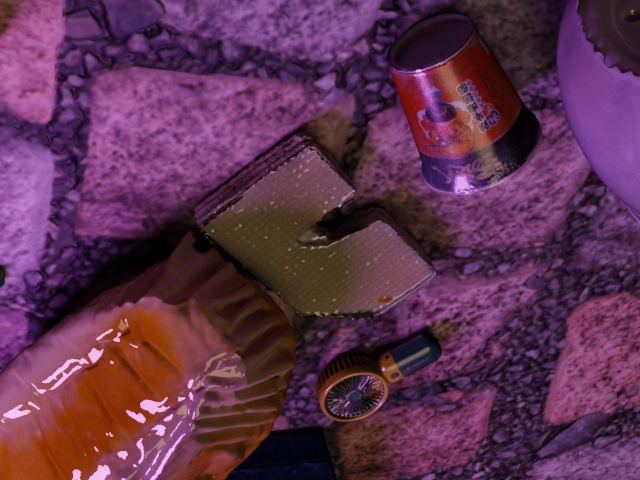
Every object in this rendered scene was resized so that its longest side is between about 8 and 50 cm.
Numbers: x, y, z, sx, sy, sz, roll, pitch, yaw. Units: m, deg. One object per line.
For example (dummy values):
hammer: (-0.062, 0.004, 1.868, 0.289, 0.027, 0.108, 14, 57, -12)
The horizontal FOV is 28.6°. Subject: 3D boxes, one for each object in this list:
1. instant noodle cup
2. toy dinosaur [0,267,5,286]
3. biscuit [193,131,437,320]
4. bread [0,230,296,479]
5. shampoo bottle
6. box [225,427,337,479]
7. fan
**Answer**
instant noodle cup: (0.127, -0.132, 1.166, 0.127, 0.127, 0.136, -26, 125, 6)
toy dinosaur: (-0.362, 0.068, 1.249, 0.060, 0.029, 0.120, 16, 125, -42)
biscuit: (0.000, 0.000, 1.284, 0.147, 0.046, 0.250, -37, 130, 14)
bread: (-0.197, 0.183, 1.272, 0.388, 0.183, 0.236, -37, 86, 20)
shampoo bottle: (0.355, -0.142, 1.115, 0.273, 0.273, 0.266, -26, 143, 6)
box: (-0.133, 0.363, 1.523, 0.278, 0.116, 0.261, -3, 132, -12)
fan: (0.068, 0.151, 1.443, 0.155, 0.039, 0.082, -27, 132, 6)
